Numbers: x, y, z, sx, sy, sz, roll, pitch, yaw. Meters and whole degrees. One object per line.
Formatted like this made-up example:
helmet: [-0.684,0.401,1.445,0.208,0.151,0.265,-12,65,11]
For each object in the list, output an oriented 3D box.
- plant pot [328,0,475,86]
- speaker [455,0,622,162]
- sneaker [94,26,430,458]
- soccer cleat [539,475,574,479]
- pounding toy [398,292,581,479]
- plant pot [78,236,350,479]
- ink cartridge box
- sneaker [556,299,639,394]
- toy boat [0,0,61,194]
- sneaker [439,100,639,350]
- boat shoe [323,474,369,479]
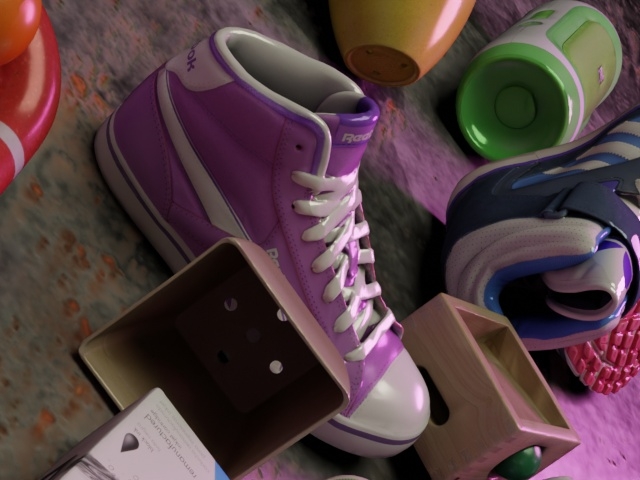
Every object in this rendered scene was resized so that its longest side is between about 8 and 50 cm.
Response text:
plant pot: [0.062,-0.191,1.282,0.134,0.134,0.095,33,60,-36]
speaker: [0.225,-0.163,1.493,0.131,0.131,0.296,53,27,-3]
sneaker: [-0.001,0.000,0.890,0.282,0.161,0.102,49,36,-8]
soccer cleat: [0.184,0.287,0.885,0.331,0.143,0.116,52,27,-6]
pounding toy: [0.095,0.126,1.003,0.130,0.100,0.141,21,36,-57]
plant pot: [-0.048,0.063,0.822,0.109,0.109,0.096,54,14,0]
ink cartridge box: [-0.099,0.155,0.670,0.104,0.060,0.180,53,27,-4]
sneaker: [0.270,0.054,1.353,0.112,0.120,0.299,32,20,22]
toy boat: [-0.190,-0.085,0.700,0.151,0.151,0.231,48,28,-14]
sneaker: [0.250,-0.008,1.144,0.236,0.323,0.130,-89,159,-63]
boat shoe: [0.036,0.242,0.761,0.079,0.095,0.254,22,49,-64]
